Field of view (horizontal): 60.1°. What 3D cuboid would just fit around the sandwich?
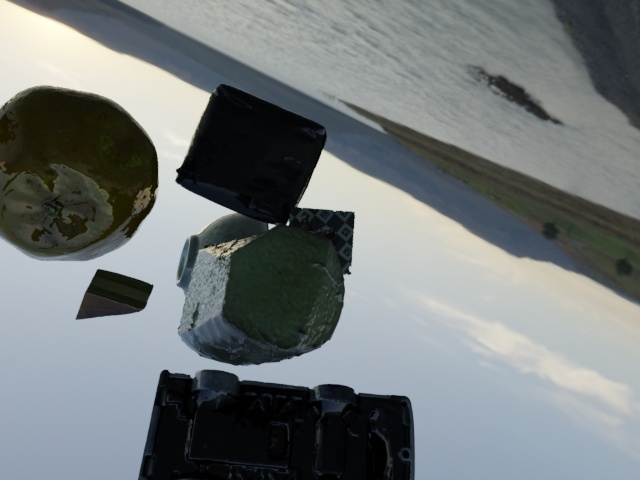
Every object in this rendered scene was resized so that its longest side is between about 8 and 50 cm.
[{"bbox_3d":[-0.622,0.185,1.676,0.187,0.144,0.117,19,-140,-12],"label":"sandwich"}]

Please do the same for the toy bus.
[{"bbox_3d":[-0.072,0.376,0.990,0.440,0.209,0.249,6,152,-4],"label":"toy bus"}]

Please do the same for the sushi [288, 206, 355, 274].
[{"bbox_3d":[0.000,0.000,1.040,0.126,0.120,0.026,5,-179,-5],"label":"sushi"}]

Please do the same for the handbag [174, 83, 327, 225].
[{"bbox_3d":[-0.133,-0.163,1.069,0.247,0.223,0.080,23,175,-4],"label":"handbag"}]

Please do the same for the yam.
[{"bbox_3d":[-0.085,0.084,0.817,0.201,0.202,0.271,16,161,-16],"label":"yam"}]

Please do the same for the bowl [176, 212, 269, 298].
[{"bbox_3d":[-0.232,0.061,1.215,0.146,0.313,0.313,14,-164,-19],"label":"bowl"}]

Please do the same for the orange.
[{"bbox_3d":[-0.392,-0.097,0.855,0.279,0.279,0.235,23,-166,-16],"label":"orange"}]
